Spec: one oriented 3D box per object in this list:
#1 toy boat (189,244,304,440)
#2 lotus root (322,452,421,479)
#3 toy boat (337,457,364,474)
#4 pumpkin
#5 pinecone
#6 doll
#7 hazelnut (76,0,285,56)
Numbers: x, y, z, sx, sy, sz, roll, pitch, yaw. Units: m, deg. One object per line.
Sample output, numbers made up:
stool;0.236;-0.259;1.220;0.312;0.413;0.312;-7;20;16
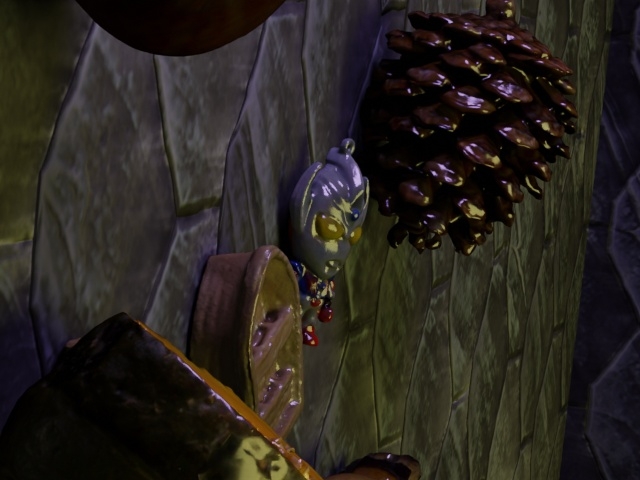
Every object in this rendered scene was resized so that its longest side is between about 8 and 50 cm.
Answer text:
toy boat;-0.062;0.085;1.516;0.116;0.061;0.188;-52;146;-55
lotus root;0.027;0.311;1.716;0.182;0.183;0.310;81;22;-43
toy boat;0.035;0.277;1.893;0.140;0.059;0.066;-40;118;-61
pumpkin;-0.100;0.153;1.231;0.139;0.222;0.317;-52;157;-3
pinecone;0.145;-0.113;1.822;0.272;0.224;0.224;-71;161;-4
doll;0.000;0.000;1.672;0.104;0.062;0.194;15;90;-34
hazelnut;-0.075;-0.220;1.100;0.229;0.229;0.229;8;90;-72
